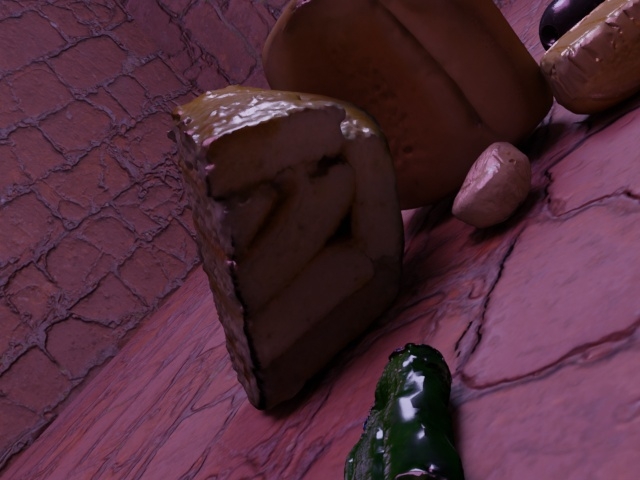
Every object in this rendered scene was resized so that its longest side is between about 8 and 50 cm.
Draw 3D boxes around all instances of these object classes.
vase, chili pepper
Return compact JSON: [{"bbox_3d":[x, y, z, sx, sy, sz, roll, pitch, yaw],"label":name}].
[{"bbox_3d":[0.416,-0.323,1.104,0.120,0.120,0.183,-35,28,33],"label":"vase"},{"bbox_3d":[0.062,0.155,0.506,0.098,0.061,0.224,-33,14,18],"label":"chili pepper"}]

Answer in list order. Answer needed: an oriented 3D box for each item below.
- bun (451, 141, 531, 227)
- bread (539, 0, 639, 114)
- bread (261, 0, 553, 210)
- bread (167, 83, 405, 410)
[{"bbox_3d":[0.211,-0.060,0.837,0.115,0.069,0.115,-60,0,0],"label":"bun"},{"bbox_3d":[0.395,-0.256,0.869,0.236,0.106,0.140,-40,9,8],"label":"bread"},{"bbox_3d":[0.127,-0.241,1.029,0.348,0.376,0.253,-36,11,34],"label":"bread"},{"bbox_3d":[-0.022,-0.004,0.889,0.264,0.395,0.239,-20,22,-20],"label":"bread"}]
